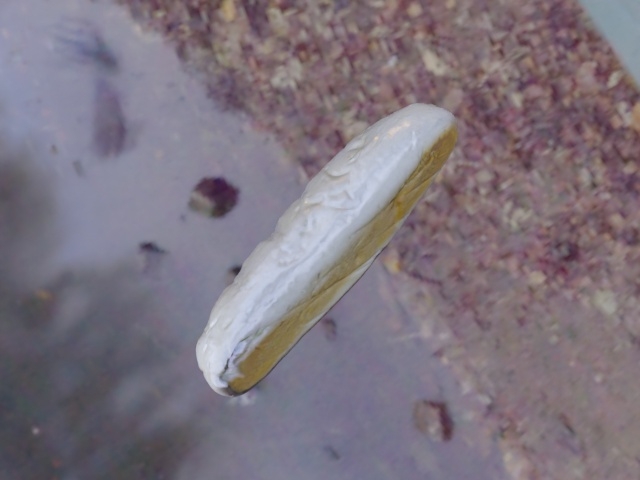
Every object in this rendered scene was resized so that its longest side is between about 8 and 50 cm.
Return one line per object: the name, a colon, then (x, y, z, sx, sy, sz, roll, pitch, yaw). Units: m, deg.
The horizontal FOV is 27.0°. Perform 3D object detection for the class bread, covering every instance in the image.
bread: (0.000, 0.001, 0.790, 0.053, 0.073, 0.214, 39, 86, 27)
